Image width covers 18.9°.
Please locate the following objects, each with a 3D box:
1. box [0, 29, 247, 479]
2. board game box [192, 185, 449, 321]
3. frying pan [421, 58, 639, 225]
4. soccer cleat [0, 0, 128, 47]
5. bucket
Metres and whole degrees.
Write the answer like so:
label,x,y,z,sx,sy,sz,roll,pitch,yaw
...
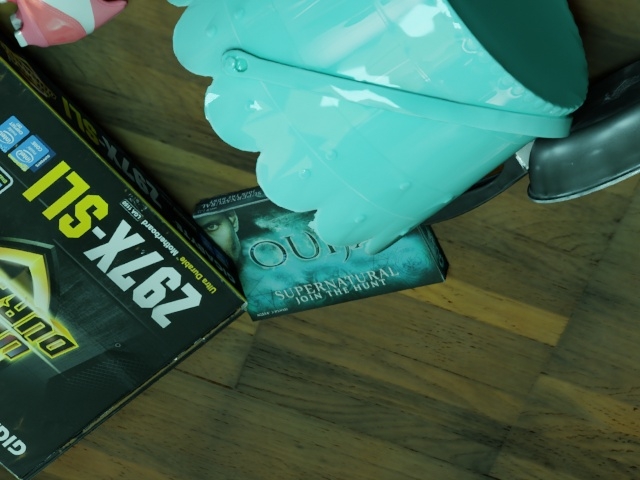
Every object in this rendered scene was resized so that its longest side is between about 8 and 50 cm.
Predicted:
label,x,y,z,sx,sy,sz,roll,pitch,yaw
box,-0.256,0.017,1.568,0.257,0.079,0.322,-38,121,8
board game box,0.000,0.000,1.638,0.186,0.026,0.126,-13,125,23
frying pan,0.205,-0.088,1.463,0.053,0.197,0.326,59,158,-12
soccer cleat,-0.225,-0.262,1.457,0.095,0.083,0.248,-22,120,-7
bucket,0.048,-0.146,1.356,0.183,0.281,0.281,-32,115,27
